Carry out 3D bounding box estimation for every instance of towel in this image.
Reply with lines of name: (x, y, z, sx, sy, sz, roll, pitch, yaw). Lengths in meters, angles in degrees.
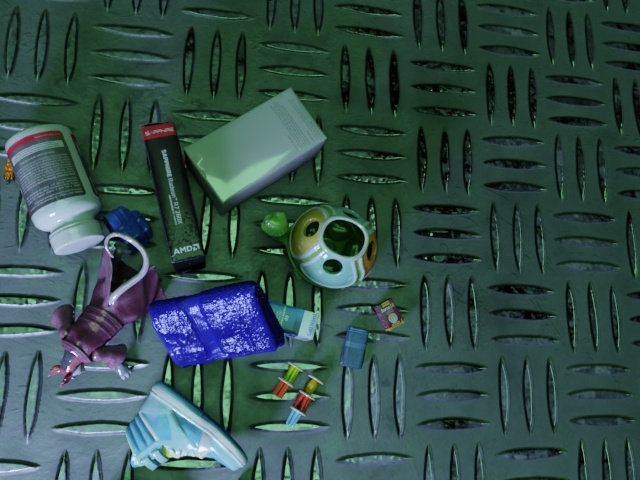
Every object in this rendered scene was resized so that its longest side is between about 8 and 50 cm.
towel: (-0.267, 0.227, 1.442, 0.308, 0.076, 0.228, -15, 123, 13)
towel: (0.101, 0.313, 1.636, 0.067, 0.029, 0.120, 14, 76, -8)

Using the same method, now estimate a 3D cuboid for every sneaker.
sneaker: (-0.362, 0.540, 1.452, 0.319, 0.127, 0.208, 36, 72, 7)

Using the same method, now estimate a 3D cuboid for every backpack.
backpack: (-0.532, -0.036, 1.546, 0.101, 0.098, 0.120, -39, 76, -25)

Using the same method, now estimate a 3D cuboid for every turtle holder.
turtle holder: (0.017, -0.009, 1.580, 0.320, 0.227, 0.243, 45, 75, 0)

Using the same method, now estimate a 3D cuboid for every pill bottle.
pill bottle: (-0.695, -0.131, 1.488, 0.176, 0.176, 0.319, -22, 84, -15)

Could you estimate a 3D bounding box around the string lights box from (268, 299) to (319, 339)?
string lights box: (-0.146, 0.208, 1.553, 0.259, 0.133, 0.077, 17, 75, -7)

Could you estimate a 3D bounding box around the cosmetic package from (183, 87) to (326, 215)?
cosmetic package: (-0.189, -0.258, 1.626, 0.365, 0.155, 0.197, -33, 86, -15)

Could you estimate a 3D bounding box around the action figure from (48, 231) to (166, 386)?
action figure: (-0.540, 0.205, 1.418, 0.248, 0.275, 0.370, 34, 61, -9)

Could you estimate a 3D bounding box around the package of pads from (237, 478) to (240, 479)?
package of pads: (-0.222, 0.687, 1.495, 0.050, 0.032, 0.083, 34, 75, -5)

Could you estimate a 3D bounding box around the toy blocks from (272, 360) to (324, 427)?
toy blocks: (-0.078, 0.432, 1.564, 0.123, 0.054, 0.148, 33, 75, -4)

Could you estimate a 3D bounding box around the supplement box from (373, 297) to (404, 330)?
supplement box: (0.204, 0.221, 1.667, 0.055, 0.043, 0.083, -27, 85, -14)

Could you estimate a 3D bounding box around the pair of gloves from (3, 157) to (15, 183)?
pair of gloves: (-0.837, -0.193, 1.558, 0.083, 0.010, 0.074, 5, 78, -11)

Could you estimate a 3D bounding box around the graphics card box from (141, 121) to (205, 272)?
graphics card box: (-0.394, -0.106, 1.515, 0.094, 0.233, 0.371, -12, 81, -14)
